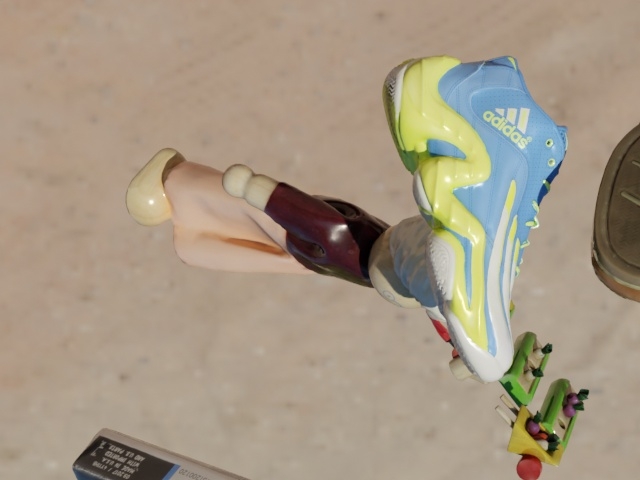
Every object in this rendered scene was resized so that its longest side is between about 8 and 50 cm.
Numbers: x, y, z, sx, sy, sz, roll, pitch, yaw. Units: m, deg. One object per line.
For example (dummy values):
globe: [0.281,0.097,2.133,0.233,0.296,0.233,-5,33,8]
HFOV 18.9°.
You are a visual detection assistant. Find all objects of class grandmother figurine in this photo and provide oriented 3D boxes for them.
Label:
grandmother figurine: [0.000,0.000,1.617,0.342,0.104,0.208,15,178,44]

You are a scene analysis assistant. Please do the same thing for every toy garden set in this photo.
toy garden set: [0.205,0.128,2.084,0.049,0.244,0.204,-32,-170,28]

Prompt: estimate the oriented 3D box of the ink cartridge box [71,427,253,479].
ink cartridge box: [-0.041,0.225,1.204,0.206,0.045,0.208,13,139,39]

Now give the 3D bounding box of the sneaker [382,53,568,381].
sneaker: [0.130,-0.024,1.382,0.126,0.240,0.091,-15,-178,-1]

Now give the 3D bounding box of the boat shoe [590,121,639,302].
boat shoe: [0.275,-0.050,1.413,0.110,0.307,0.104,26,141,12]
